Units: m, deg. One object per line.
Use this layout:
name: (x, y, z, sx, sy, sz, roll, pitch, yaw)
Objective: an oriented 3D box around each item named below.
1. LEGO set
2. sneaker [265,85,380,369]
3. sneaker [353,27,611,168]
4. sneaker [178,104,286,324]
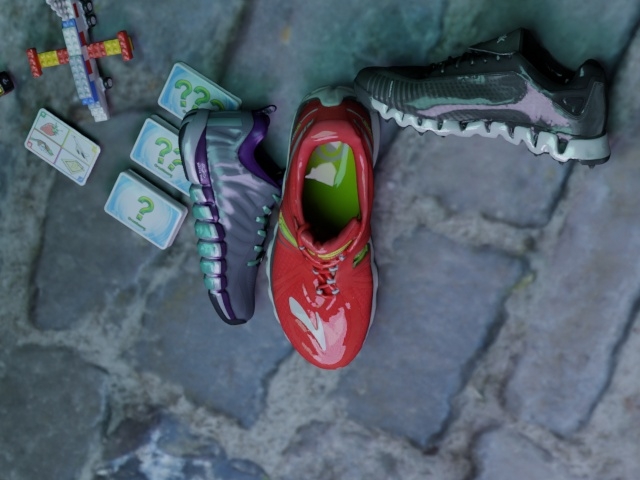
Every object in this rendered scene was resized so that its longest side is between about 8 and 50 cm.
LEGO set: (-0.218, -0.123, 1.850, 0.244, 0.060, 0.182, 34, 118, 10)
sneaker: (0.000, 0.000, 1.740, 0.107, 0.118, 0.279, 0, 113, 2)
sneaker: (0.145, -0.139, 1.655, 0.234, 0.078, 0.106, 14, 113, 17)
sneaker: (-0.068, -0.021, 1.807, 0.098, 0.083, 0.223, -6, 117, 8)
